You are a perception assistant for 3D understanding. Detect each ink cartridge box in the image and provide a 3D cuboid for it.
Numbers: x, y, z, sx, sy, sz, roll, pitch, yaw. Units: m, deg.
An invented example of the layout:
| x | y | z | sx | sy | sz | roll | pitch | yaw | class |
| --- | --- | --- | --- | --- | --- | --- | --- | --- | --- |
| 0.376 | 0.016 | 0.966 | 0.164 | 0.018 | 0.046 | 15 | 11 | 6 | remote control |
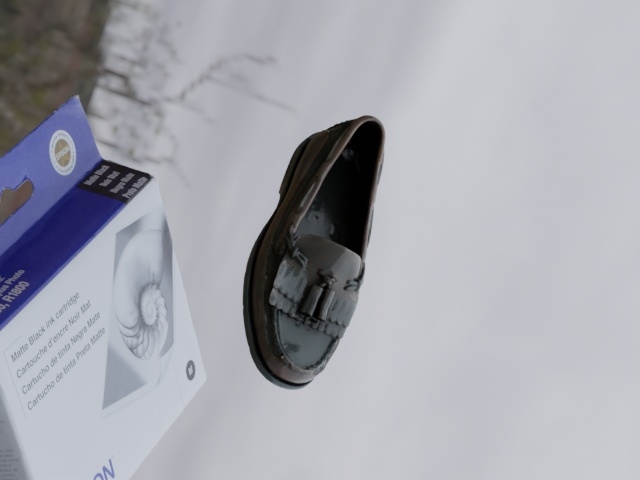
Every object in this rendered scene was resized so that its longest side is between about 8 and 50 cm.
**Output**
| x | y | z | sx | sy | sz | roll | pitch | yaw | class |
| --- | --- | --- | --- | --- | --- | --- | --- | --- | --- |
| -0.156 | 0.050 | 1.161 | 0.223 | 0.045 | 0.224 | -53 | 135 | -53 | ink cartridge box |

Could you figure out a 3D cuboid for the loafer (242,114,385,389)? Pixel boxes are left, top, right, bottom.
| x | y | z | sx | sy | sz | roll | pitch | yaw | class |
| --- | --- | --- | --- | --- | --- | --- | --- | --- | --- |
| 0.000 | 0.000 | 1.606 | 0.084 | 0.096 | 0.267 | -36 | -147 | 47 | loafer |
